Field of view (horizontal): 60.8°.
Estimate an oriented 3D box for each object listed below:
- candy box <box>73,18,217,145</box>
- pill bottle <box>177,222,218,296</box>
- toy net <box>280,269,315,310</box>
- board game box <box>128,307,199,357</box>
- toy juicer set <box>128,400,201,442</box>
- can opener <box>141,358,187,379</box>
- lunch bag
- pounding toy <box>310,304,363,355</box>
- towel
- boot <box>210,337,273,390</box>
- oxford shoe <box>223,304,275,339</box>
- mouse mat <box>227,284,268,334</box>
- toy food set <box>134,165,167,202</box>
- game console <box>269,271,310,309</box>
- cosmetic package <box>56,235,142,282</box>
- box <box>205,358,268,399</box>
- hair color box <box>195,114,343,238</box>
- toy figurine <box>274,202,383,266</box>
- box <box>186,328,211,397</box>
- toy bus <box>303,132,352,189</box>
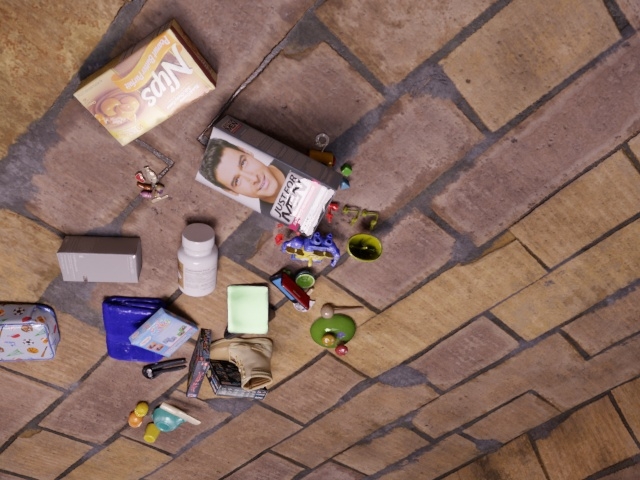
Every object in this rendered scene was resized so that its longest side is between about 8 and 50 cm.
[{"bbox_3d":[-0.451,-0.405,1.422,0.317,0.087,0.183,-27,128,15],"label":"candy box"},{"bbox_3d":[-0.404,0.063,1.796,0.131,0.131,0.229,3,129,-10],"label":"pill bottle"},{"bbox_3d":[-0.080,0.197,2.008,0.122,0.045,0.232,-6,131,-3],"label":"toy net"},{"bbox_3d":[-0.567,0.340,1.992,0.160,0.039,0.211,-42,148,0],"label":"board game box"},{"bbox_3d":[-0.696,0.759,2.385,0.329,0.089,0.209,-27,116,26],"label":"toy juicer set"},{"bbox_3d":[-0.633,0.515,2.208,0.186,0.073,0.059,-19,91,5],"label":"can opener"},{"bbox_3d":[-1.107,0.338,1.954,0.304,0.114,0.243,2,132,-10],"label":"lunch bag"},{"bbox_3d":[0.061,0.366,2.127,0.183,0.110,0.236,7,129,-13],"label":"pounding toy"},{"bbox_3d":[-0.688,0.341,2.031,0.228,0.076,0.308,3,130,-11],"label":"towel"},{"bbox_3d":[-0.314,0.481,2.114,0.262,0.203,0.095,-1,130,-6],"label":"boot"},{"bbox_3d":[-0.267,0.324,2.068,0.227,0.082,0.096,-30,129,17],"label":"oxford shoe"},{"bbox_3d":[-0.265,0.253,1.993,0.153,0.007,0.189,2,105,2],"label":"mouse mat"},{"bbox_3d":[-0.522,-0.164,1.662,0.078,0.019,0.122,-21,129,10],"label":"toy food set"},{"bbox_3d":[-0.113,0.189,1.931,0.085,0.124,0.144,-38,111,17],"label":"game console"},{"bbox_3d":[-0.709,0.061,1.776,0.238,0.107,0.127,2,127,-5],"label":"cosmetic package"},{"bbox_3d":[-0.337,0.549,2.160,0.220,0.175,0.051,18,106,-36],"label":"box"},{"bbox_3d":[-0.146,-0.180,1.559,0.375,0.113,0.185,27,124,-2],"label":"hair color box"},{"bbox_3d":[0.000,0.000,1.828,0.363,0.191,0.217,5,160,-21],"label":"toy figurine"},{"bbox_3d":[-0.473,0.478,2.120,0.044,0.159,0.233,12,127,-17],"label":"box"},{"bbox_3d":[-0.009,-0.186,1.655,0.191,0.104,0.202,-30,128,17],"label":"toy bus"}]
